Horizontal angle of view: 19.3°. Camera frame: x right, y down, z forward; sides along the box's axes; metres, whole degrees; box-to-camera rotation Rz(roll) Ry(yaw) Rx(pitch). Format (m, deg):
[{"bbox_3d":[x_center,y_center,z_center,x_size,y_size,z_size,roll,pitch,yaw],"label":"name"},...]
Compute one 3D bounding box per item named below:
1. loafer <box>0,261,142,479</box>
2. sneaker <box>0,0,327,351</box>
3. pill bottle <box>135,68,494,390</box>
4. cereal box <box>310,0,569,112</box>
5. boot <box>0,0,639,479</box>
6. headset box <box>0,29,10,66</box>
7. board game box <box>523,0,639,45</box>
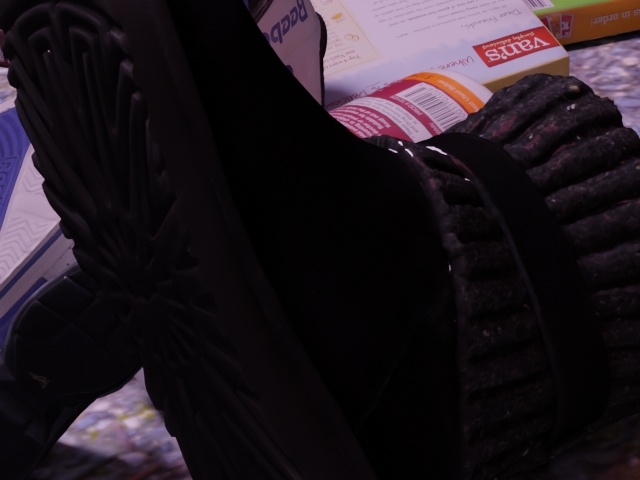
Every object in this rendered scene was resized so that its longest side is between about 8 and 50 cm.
[{"bbox_3d":[-0.120,0.051,0.906,0.170,0.062,0.061,-43,6,26],"label":"loafer"},{"bbox_3d":[-0.087,-0.045,1.088,0.127,0.182,0.315,21,69,43],"label":"sneaker"},{"bbox_3d":[0.000,0.000,0.984,0.221,0.121,0.121,-26,34,-30],"label":"pill bottle"},{"bbox_3d":[0.037,-0.149,1.258,0.173,0.047,0.240,-18,46,-13],"label":"cereal box"},{"bbox_3d":[0.025,-0.034,0.840,0.260,0.348,0.131,-31,18,-28],"label":"boot"},{"bbox_3d":[-0.224,-0.157,1.406,0.083,0.032,0.062,11,33,31],"label":"headset box"},{"bbox_3d":[0.225,-0.189,1.356,0.259,0.039,0.124,-14,28,-6],"label":"board game box"}]
